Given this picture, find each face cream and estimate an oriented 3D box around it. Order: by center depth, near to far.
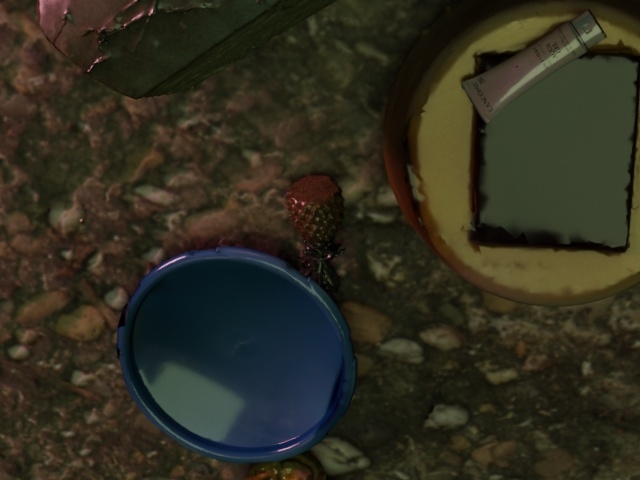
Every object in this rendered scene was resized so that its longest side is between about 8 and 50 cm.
[{"bbox_3d":[0.164,-0.135,0.943,0.115,0.020,0.038,-32,86,18],"label":"face cream"}]

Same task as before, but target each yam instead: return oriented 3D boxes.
[{"bbox_3d":[-0.086,-0.240,0.982,0.271,0.202,0.201,-37,87,18],"label":"yam"}]

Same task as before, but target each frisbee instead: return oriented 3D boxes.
[{"bbox_3d":[-0.081,0.111,1.212,0.242,0.045,0.242,4,116,9],"label":"frisbee"}]

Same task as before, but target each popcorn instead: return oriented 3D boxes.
[{"bbox_3d":[-0.032,0.273,1.269,0.097,0.089,0.109,-34,113,27],"label":"popcorn"}]

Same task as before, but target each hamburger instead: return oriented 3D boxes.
[{"bbox_3d":[0.198,-0.081,1.052,0.302,0.170,0.302,2,105,9],"label":"hamburger"}]

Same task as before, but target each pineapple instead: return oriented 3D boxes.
[{"bbox_3d":[0.000,0.000,1.166,0.058,0.058,0.124,-4,128,3],"label":"pineapple"}]
